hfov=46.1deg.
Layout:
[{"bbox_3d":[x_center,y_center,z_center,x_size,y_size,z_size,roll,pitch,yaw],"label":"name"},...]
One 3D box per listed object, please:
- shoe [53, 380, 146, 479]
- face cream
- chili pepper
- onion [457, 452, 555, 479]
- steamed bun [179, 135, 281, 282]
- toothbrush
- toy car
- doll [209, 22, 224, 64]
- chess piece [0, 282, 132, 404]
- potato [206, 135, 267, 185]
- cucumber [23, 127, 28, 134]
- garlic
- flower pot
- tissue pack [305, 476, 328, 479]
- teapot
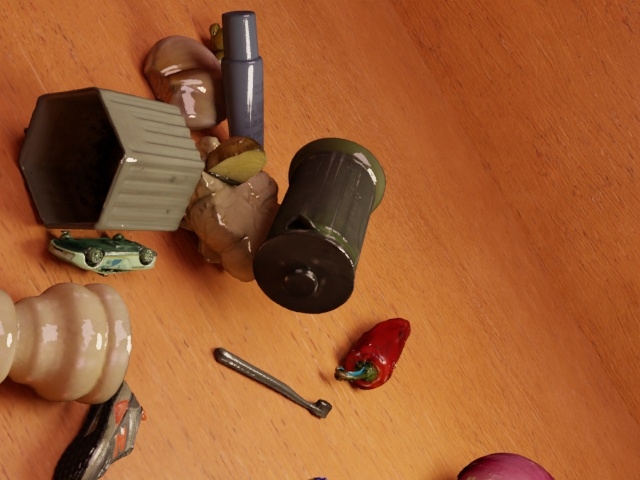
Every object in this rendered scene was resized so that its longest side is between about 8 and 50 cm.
[{"bbox_3d":[-0.294,0.283,1.037,0.077,0.074,0.194,51,28,-25],"label":"shoe"},{"bbox_3d":[-0.159,-0.281,1.582,0.135,0.086,0.386,-53,146,-59],"label":"face cream"},{"bbox_3d":[0.133,0.250,1.695,0.110,0.110,0.387,59,26,-1],"label":"chili pepper"},{"bbox_3d":[0.436,0.641,1.611,0.358,0.344,0.359,2,90,-76],"label":"onion"},{"bbox_3d":[-0.172,-0.040,1.450,0.295,0.137,0.292,20,46,-56],"label":"steamed bun"},{"bbox_3d":[-0.084,0.268,1.413,0.297,0.030,0.030,36,11,-33],"label":"toothbrush"},{"bbox_3d":[-0.346,0.024,1.192,0.093,0.058,0.186,23,12,32],"label":"toy car"},{"bbox_3d":[-0.199,-0.422,1.790,0.137,0.097,0.210,18,55,-57],"label":"doll"},{"bbox_3d":[-0.403,0.119,0.940,0.299,0.167,0.167,14,52,-47],"label":"chess piece"},{"bbox_3d":[-0.143,-0.155,1.350,0.096,0.103,0.067,21,48,-55],"label":"potato"},{"bbox_3d":[-0.412,-0.190,1.286,0.227,0.069,0.069,-20,81,-56],"label":"cucumber"},{"bbox_3d":[-0.263,-0.342,1.606,0.217,0.110,0.228,60,29,8],"label":"garlic"},{"bbox_3d":[-0.330,-0.120,1.193,0.189,0.209,0.239,-2,61,-59],"label":"flower pot"},{"bbox_3d":[-0.007,0.537,1.168,0.270,0.137,0.209,-86,152,-42],"label":"tissue pack"},{"bbox_3d":[0.000,0.000,1.403,0.337,0.200,0.271,-71,163,-51],"label":"teapot"}]
